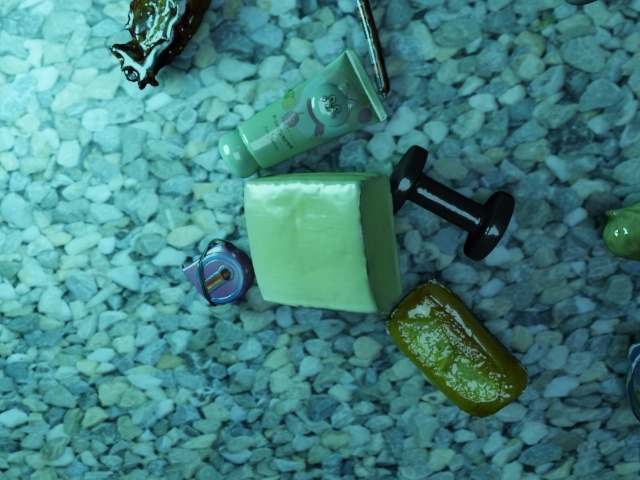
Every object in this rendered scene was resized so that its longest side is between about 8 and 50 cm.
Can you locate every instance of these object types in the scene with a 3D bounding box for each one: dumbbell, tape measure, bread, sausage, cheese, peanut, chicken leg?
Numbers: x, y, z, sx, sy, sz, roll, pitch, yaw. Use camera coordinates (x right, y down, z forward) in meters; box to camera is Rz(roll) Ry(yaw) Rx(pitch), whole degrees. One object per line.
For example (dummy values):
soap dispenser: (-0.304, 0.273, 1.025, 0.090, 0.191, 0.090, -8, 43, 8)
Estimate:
dumbbell: (0.229, -0.068, 1.372, 0.225, 0.140, 0.124, 29, 148, -2)
tape measure: (-0.194, 0.062, 1.478, 0.118, 0.074, 0.125, -33, 94, 18)
bread: (0.258, 0.205, 1.451, 0.152, 0.119, 0.288, -42, 97, 10)
sausage: (0.095, -0.356, 1.369, 0.028, 0.025, 0.198, -8, 104, 36)
cheese: (0.000, 0.000, 1.364, 0.265, 0.124, 0.242, 3, 105, 35)
peanut: (0.659, -0.001, 1.347, 0.291, 0.143, 0.159, 22, 115, -3)
chicken leg: (-0.262, -0.465, 1.345, 0.158, 0.096, 0.407, 21, 104, 20)

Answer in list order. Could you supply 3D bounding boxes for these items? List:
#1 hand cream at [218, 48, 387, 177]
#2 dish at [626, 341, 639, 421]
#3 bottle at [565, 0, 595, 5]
hand cream: (-0.041, -0.218, 1.394, 0.306, 0.093, 0.147, -28, 101, 2)
dish: (0.690, 0.260, 1.441, 0.228, 0.086, 0.236, -27, 100, 10)
bottle: (0.416, -0.506, 1.242, 0.110, 0.110, 0.233, -21, 115, 10)
